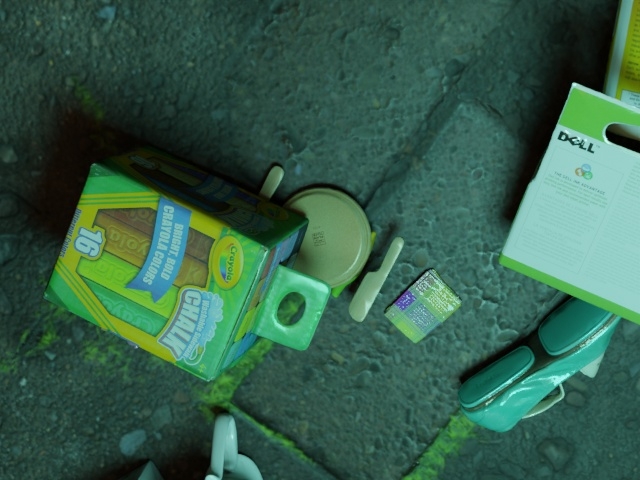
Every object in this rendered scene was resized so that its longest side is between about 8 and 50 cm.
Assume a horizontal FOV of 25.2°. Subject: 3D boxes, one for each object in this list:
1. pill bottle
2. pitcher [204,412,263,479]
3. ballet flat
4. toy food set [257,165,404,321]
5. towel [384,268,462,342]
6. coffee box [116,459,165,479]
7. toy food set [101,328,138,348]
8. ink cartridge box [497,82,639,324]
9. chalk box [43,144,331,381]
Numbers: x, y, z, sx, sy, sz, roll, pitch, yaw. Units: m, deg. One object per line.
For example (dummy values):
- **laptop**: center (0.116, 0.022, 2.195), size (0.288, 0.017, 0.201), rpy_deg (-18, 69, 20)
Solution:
- **pill bottle**: center (0.391, -0.234, 1.564), size (0.136, 0.136, 0.246), rpy_deg (9, 106, 4)
- **pitcher**: center (-0.122, 0.319, 1.739), size (0.125, 0.207, 0.178), rpy_deg (-7, 103, 8)
- **ballet flat**: center (0.280, 0.146, 1.720), size (0.247, 0.083, 0.087), rpy_deg (-38, 122, 15)
- **toy food set**: center (0.000, 0.000, 1.730), size (0.192, 0.038, 0.132), rpy_deg (32, 101, 9)
- **towel**: center (0.126, 0.081, 1.747), size (0.060, 0.009, 0.083), rpy_deg (44, 106, -7)
- **coffee box**: center (-0.290, 0.408, 1.838), size (0.246, 0.098, 0.141), rpy_deg (-30, 100, 13)
- **toy food set**: center (-0.207, 0.106, 1.790), size (0.122, 0.019, 0.078), rpy_deg (23, 107, -8)
- **ink cartridge box**: center (0.330, -0.055, 1.583), size (0.189, 0.097, 0.255), rpy_deg (24, 128, 8)
- **chalk box**: center (-0.135, 0.034, 1.654), size (0.289, 0.179, 0.180), rpy_deg (25, 106, 10)
